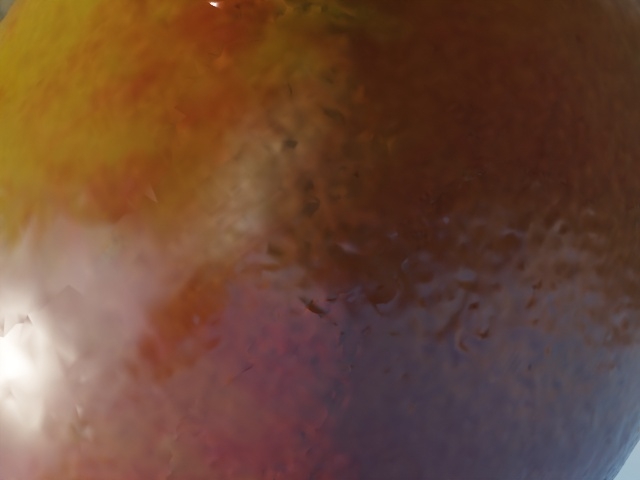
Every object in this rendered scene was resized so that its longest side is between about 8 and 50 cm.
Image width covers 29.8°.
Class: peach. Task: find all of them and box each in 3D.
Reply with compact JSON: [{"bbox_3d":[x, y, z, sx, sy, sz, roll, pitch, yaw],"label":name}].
[{"bbox_3d":[0.000,0.000,0.495,0.308,0.332,0.308,41,-172,-7],"label":"peach"}]
